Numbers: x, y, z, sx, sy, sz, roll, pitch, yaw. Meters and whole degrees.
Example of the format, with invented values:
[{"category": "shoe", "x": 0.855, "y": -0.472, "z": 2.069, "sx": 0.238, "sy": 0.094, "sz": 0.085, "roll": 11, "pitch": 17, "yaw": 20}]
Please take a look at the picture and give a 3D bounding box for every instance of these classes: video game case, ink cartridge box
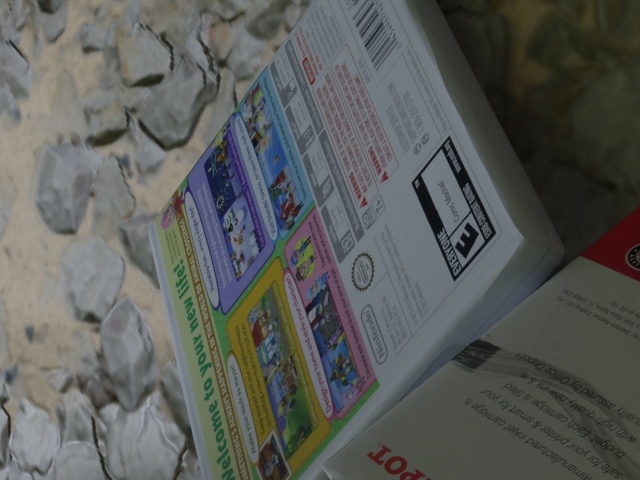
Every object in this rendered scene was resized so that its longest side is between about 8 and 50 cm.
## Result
[{"category": "video game case", "x": 0.000, "y": 0.000, "z": 0.612, "sx": 0.193, "sy": 0.023, "sz": 0.212, "roll": -51, "pitch": 36, "yaw": 27}, {"category": "ink cartridge box", "x": 0.093, "y": 0.067, "z": 0.460, "sx": 0.109, "sy": 0.150, "sz": 0.063, "roll": 31, "pitch": 153, "yaw": 52}]
